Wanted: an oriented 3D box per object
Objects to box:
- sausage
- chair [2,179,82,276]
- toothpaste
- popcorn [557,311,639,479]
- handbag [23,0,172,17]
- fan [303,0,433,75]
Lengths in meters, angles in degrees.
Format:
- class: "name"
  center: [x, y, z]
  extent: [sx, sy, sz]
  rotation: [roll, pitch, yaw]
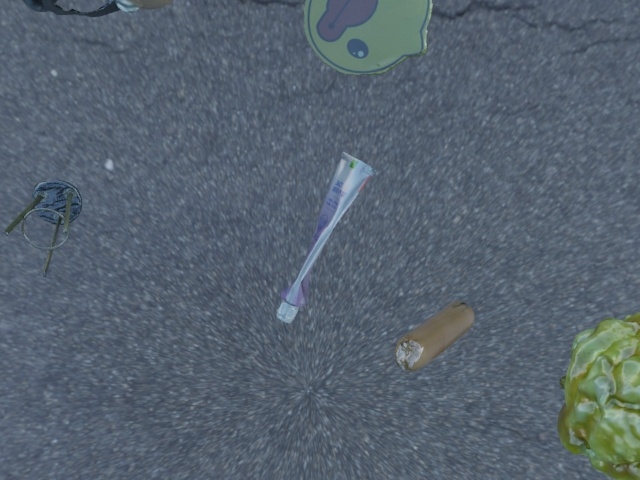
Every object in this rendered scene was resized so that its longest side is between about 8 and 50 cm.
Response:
- class: "sausage"
  center: [0.077, 0.063, 0.525]
  extent: [0.026, 0.116, 0.026]
  rotation: [4, 99, 26]
- class: "chair"
  center: [-0.477, -0.040, 1.389]
  extent: [0.095, 0.221, 0.104]
  rotation: [-29, 118, 4]
- class: "toothpaste"
  center: [0.000, 0.000, 1.311]
  extent: [0.048, 0.075, 0.301]
  rotation: [22, 98, -22]
- class: "popcorn"
  center: [0.533, 0.249, 1.255]
  extent: [0.336, 0.274, 0.279]
  rotation: [-15, 77, -49]
- class: "handbag"
  center: [-0.224, -0.361, 0.837]
  extent: [0.149, 0.302, 0.283]
  rotation: [36, 92, 3]
- class: "fan"
  center: [0.046, -0.420, 1.345]
  extent: [0.335, 0.011, 0.229]
  rotation: [35, 108, -5]
